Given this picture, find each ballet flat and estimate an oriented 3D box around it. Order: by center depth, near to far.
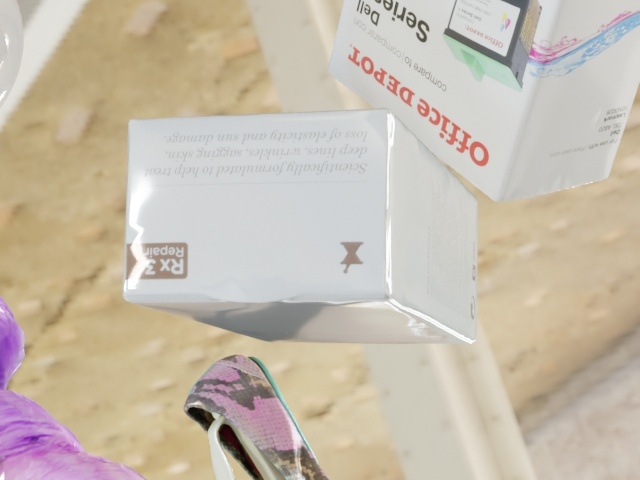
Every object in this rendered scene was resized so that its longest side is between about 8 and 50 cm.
[{"bbox_3d":[-0.019,0.182,1.265,0.079,0.221,0.077,-37,1,-29],"label":"ballet flat"}]

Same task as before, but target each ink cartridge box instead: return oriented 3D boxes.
[{"bbox_3d":[0.132,-0.195,1.283,0.117,0.201,0.278,-14,-49,-37],"label":"ink cartridge box"}]

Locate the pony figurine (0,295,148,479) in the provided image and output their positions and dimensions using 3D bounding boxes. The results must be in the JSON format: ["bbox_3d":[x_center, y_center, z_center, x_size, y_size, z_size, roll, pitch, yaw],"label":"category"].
[{"bbox_3d":[-0.054,0.191,0.479,0.351,0.363,0.303,10,-1,15],"label":"pony figurine"}]

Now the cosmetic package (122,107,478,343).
[{"bbox_3d":[0.000,0.000,0.856,0.117,0.085,0.231,-1,-9,12],"label":"cosmetic package"}]

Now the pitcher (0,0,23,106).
[{"bbox_3d":[-0.261,-0.123,1.129,0.126,0.207,0.177,4,-56,10],"label":"pitcher"}]
